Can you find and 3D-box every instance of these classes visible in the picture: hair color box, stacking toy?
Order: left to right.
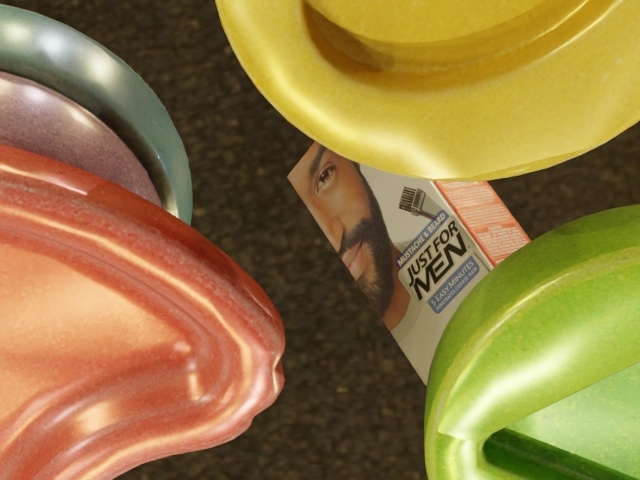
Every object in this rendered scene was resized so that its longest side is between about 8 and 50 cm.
[{"bbox_3d":[0.000,0.000,0.464,0.279,0.309,0.130,50,19,-29],"label":"stacking toy"},{"bbox_3d":[0.060,-0.007,0.953,0.053,0.093,0.167,-8,56,-45],"label":"hair color box"}]
